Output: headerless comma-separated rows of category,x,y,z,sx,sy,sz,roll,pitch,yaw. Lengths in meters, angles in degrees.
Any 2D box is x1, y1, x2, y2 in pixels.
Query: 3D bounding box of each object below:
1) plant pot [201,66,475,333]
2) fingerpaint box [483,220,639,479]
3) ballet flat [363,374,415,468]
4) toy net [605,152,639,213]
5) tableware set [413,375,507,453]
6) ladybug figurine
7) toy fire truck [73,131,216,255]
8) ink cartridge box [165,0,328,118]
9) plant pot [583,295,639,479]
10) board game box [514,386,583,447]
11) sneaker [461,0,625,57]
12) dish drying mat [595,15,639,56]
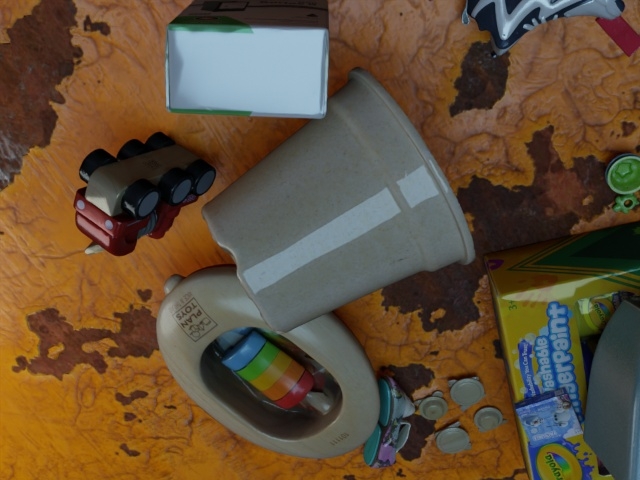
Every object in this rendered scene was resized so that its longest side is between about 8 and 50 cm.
plant pot,0.007,-0.032,1.309,0.305,0.334,0.334,-31,112,-3
fingerpaint box,0.511,0.212,1.557,0.371,0.163,0.445,-12,115,6
ballet flat,0.134,0.338,1.676,0.079,0.077,0.222,-3,122,-19
toy net,0.586,-0.121,1.464,0.232,0.045,0.122,-21,113,10
tableware set,0.265,0.331,1.694,0.141,0.020,0.169,-27,114,14
ladybug figurine,-0.085,0.193,1.544,0.305,0.162,0.449,-37,111,24
toy fire truck,-0.312,-0.038,1.426,0.158,0.217,0.246,33,120,16
ink cartridge box,-0.093,-0.268,1.264,0.211,0.289,0.122,1,113,-1
plant pot,0.546,0.215,1.344,0.247,0.248,0.252,-3,97,1
board game box,0.384,0.299,1.502,0.090,0.020,0.090,-21,114,15
sneaker,0.320,-0.336,1.337,0.234,0.094,0.153,16,116,-7
dish drying mat,0.466,-0.325,1.388,0.083,0.008,0.032,40,110,-18
